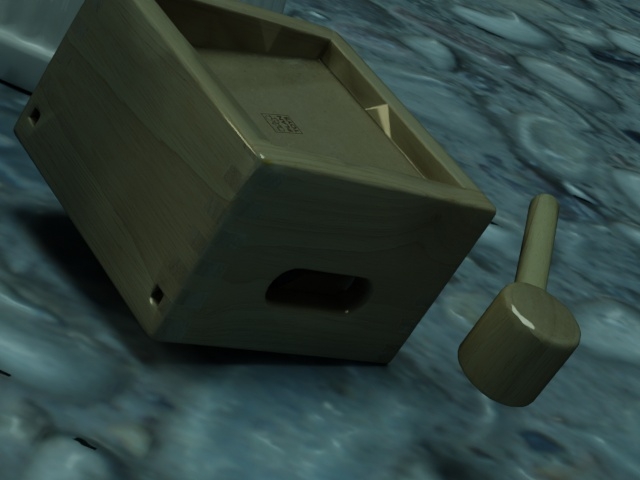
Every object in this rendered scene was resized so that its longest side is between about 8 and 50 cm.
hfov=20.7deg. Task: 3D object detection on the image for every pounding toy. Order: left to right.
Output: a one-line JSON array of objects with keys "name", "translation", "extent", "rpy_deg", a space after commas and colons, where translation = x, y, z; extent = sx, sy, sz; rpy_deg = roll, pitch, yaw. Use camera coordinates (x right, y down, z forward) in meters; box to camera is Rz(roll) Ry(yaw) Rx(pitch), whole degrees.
[{"name": "pounding toy", "translation": [0.009, 0.005, 0.677], "extent": [0.181, 0.094, 0.206], "rpy_deg": [10, 32, -45]}]

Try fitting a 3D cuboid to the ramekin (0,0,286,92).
[{"name": "ramekin", "translation": [-0.109, -0.149, 0.903], "extent": [0.207, 0.109, 0.207], "rpy_deg": [20, 20, -8]}]
